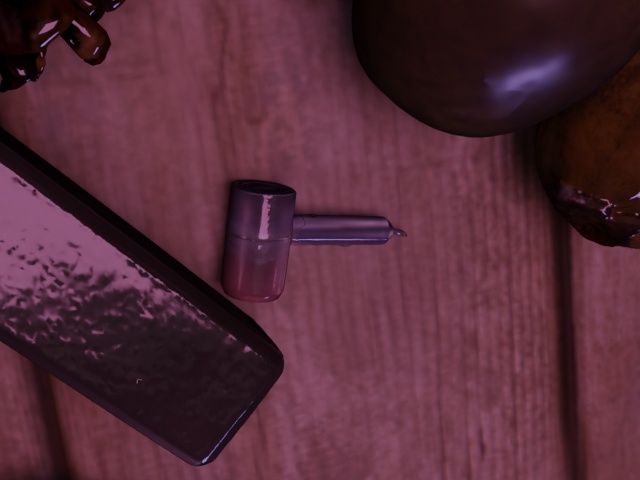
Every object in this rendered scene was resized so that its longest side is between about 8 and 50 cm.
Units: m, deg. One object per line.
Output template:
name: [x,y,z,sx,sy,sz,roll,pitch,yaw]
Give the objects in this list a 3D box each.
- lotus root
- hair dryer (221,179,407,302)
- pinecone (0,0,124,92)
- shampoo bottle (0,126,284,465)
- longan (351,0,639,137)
lotus root: [0.229,-0.104,0.611,0.260,0.128,0.145,-49,140,-2]
hair dryer: [0.000,0.000,0.616,0.114,0.037,0.063,-1,106,-26]
pinecone: [-0.167,-0.185,0.409,0.224,0.224,0.272,-32,132,-8]
shampoo bottle: [-0.134,0.015,0.547,0.246,0.080,0.079,39,88,-24]
longan: [0.093,-0.142,0.536,0.167,0.167,0.187,21,125,-23]
